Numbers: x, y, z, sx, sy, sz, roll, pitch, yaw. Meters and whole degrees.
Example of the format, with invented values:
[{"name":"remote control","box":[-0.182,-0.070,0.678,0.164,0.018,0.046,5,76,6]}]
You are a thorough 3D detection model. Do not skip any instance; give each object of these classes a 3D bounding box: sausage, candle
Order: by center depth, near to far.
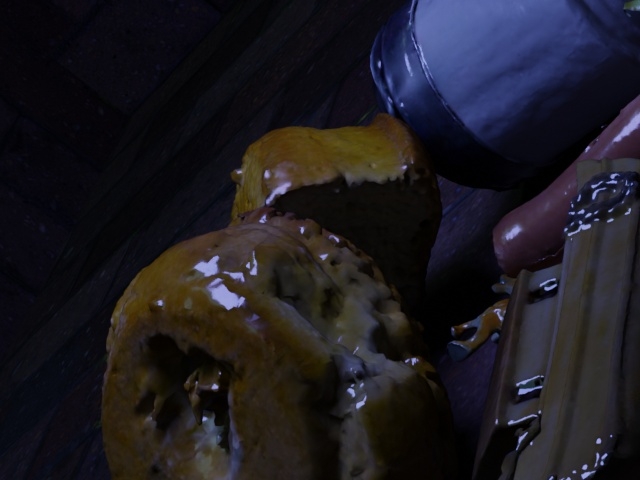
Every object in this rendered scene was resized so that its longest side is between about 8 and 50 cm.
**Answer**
[{"name":"sausage","box":[0.262,-0.068,1.386,0.304,0.078,0.078,-44,18,24]},{"name":"candle","box":[0.219,-0.205,1.553,0.342,0.221,0.221,-39,20,41]}]

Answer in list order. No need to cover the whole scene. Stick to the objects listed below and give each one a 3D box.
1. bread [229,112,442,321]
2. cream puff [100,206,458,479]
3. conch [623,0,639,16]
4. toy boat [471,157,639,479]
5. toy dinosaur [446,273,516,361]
[{"name":"bread","box":[0.000,0.000,1.584,0.340,0.194,0.179,100,161,-46]},{"name":"cream puff","box":[-0.021,0.139,1.366,0.343,0.327,0.231,7,14,40]},{"name":"conch","box":[0.360,-0.200,1.367,0.200,0.095,0.079,-24,14,41]},{"name":"toy boat","box":[0.195,0.085,1.153,0.162,0.136,0.445,-22,27,29]},{"name":"toy dinosaur","box":[0.188,0.070,1.383,0.142,0.057,0.212,-38,19,-30]}]
